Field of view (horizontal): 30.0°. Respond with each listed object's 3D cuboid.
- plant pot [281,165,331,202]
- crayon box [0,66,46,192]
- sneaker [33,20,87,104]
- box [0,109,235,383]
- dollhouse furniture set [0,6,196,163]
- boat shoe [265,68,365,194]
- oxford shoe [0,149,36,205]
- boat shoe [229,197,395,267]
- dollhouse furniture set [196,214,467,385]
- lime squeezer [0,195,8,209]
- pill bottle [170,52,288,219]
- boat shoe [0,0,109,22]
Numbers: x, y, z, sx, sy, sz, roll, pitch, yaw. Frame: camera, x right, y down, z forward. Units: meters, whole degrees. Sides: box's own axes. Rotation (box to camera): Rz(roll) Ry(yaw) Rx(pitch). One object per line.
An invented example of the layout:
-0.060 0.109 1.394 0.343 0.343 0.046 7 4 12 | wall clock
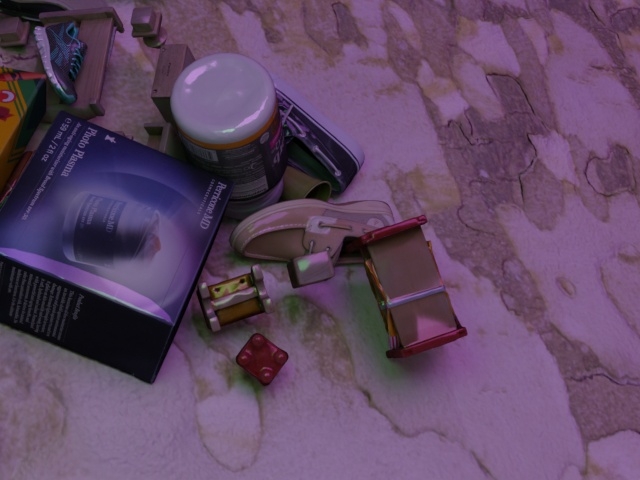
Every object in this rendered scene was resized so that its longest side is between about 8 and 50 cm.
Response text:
-0.038 -0.085 2.029 0.079 0.083 0.083 37 49 24 | plant pot
-0.548 -0.159 1.781 0.202 0.081 0.318 10 37 -2 | crayon box
-0.411 -0.295 1.936 0.076 0.065 0.166 -22 62 -2 | sneaker
-0.318 0.005 1.778 0.294 0.182 0.296 23 50 -5 | box
-0.376 -0.219 2.021 0.356 0.174 0.303 -1 63 14 | dollhouse furniture set
-0.071 -0.189 2.070 0.306 0.113 0.105 39 54 -10 | boat shoe
-0.495 -0.070 1.840 0.076 0.076 0.212 19 50 5 | oxford shoe
0.000 0.000 1.956 0.302 0.109 0.098 -4 55 -30 | boat shoe
0.015 0.110 1.842 0.374 0.152 0.201 -17 87 -7 | dollhouse furniture set
-0.549 0.053 1.702 0.059 0.109 0.310 20 43 22 | lime squeezer
-0.136 -0.156 1.888 0.162 0.278 0.162 -2 63 4 | pill bottle
-0.474 -0.418 2.098 0.233 0.079 0.084 5 62 -44 | boat shoe
